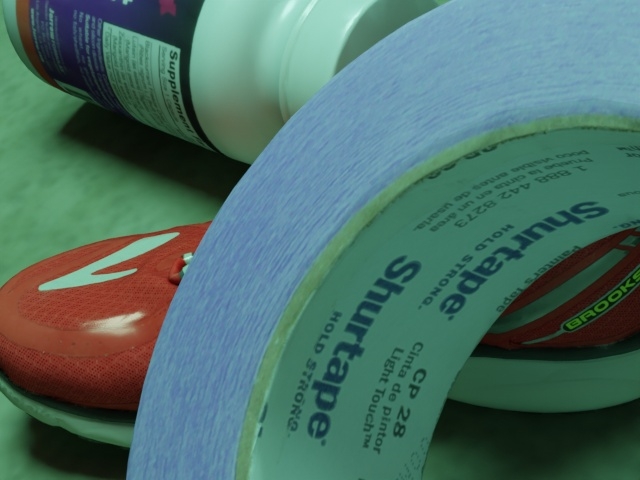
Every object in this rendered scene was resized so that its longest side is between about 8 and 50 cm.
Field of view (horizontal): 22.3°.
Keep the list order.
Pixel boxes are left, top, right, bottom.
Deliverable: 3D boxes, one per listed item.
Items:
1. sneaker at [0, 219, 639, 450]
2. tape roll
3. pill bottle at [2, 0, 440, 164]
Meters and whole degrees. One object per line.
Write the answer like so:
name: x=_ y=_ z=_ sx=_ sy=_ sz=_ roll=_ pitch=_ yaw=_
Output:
sneaker: x=0.000 y=0.000 z=0.602 sx=0.279 sy=0.118 sz=0.107 roll=-9 pitch=43 yaw=12
tape roll: x=0.076 y=0.069 z=0.425 sx=0.275 sy=0.090 sz=0.274 roll=-14 pitch=67 yaw=36
pill bottle: x=-0.042 y=-0.095 z=0.724 sx=0.193 sy=0.108 sz=0.108 roll=22 pitch=57 yaw=36
